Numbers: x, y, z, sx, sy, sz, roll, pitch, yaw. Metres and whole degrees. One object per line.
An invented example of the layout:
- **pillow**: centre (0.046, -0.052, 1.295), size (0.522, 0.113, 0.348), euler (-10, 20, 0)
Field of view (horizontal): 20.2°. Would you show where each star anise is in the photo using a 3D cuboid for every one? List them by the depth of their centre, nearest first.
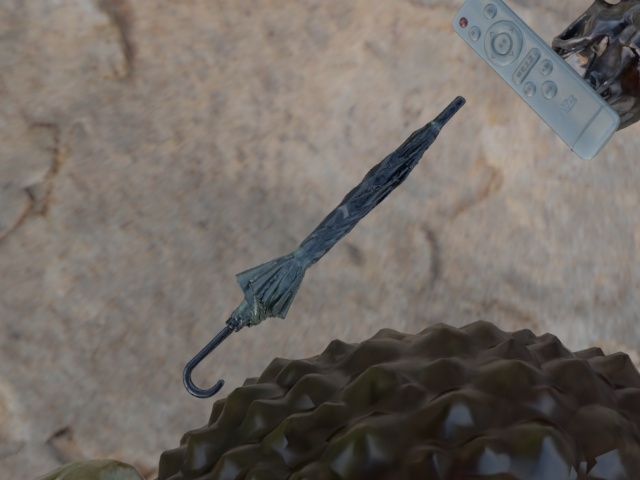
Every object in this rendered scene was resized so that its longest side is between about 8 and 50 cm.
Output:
- **star anise**: centre (0.356, -0.209, 1.744), size (0.331, 0.332, 0.117), euler (-37, 130, 15)

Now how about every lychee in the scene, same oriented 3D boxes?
- **lychee**: centre (0.034, 0.140, 0.532), size (0.236, 0.271, 0.236), euler (5, 100, 32)

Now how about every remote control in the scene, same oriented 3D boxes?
- **remote control**: centre (0.182, -0.143, 1.515), size (0.184, 0.027, 0.050), euler (49, 119, 25)

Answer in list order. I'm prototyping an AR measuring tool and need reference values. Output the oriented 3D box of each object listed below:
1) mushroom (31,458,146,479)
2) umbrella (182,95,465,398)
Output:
- **mushroom**: centre (-0.128, 0.348, 1.210), size (0.137, 0.154, 0.407), euler (-10, 59, -18)
- **umbrella**: centre (-0.004, -0.003, 1.194), size (0.044, 0.044, 0.269), euler (41, 92, 0)
